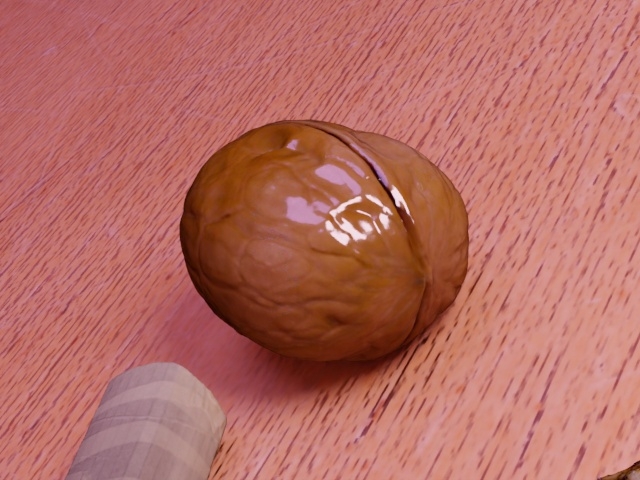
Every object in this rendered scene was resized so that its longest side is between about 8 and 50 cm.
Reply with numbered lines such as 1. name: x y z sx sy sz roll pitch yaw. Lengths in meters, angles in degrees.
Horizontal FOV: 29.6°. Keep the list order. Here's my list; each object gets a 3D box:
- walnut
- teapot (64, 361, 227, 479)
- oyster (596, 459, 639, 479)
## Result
1. walnut: 0.000 0.000 0.798 0.207 0.167 0.167 16 53 47
2. teapot: -0.134 0.174 0.734 0.107 0.077 0.200 -17 33 26
3. oyster: 0.183 0.135 0.579 0.086 0.029 0.132 -27 28 -8
